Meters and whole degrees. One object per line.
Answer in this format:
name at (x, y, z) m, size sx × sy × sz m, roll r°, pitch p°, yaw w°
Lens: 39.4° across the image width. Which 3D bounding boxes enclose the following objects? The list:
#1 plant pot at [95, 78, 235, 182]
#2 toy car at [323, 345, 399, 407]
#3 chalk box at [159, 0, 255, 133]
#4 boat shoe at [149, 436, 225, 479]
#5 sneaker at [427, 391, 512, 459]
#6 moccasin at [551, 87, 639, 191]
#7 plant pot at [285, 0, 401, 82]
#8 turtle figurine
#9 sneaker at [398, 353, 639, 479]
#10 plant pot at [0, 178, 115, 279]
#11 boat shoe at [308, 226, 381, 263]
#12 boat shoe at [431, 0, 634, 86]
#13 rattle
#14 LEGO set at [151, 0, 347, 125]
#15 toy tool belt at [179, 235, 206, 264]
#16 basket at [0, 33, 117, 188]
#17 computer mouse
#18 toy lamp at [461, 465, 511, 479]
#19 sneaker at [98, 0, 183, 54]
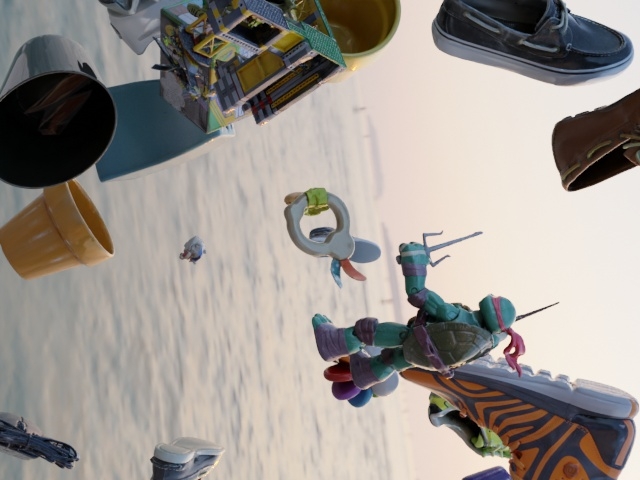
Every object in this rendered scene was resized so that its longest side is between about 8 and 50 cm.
plant pot at (-0.290, -0.217, 1.661) m, size 0.166 × 0.234 × 0.165 m, roll -31°, pitch 108°, yaw -78°
toy car at (0.074, 0.295, 1.996) m, size 0.136 × 0.159 × 0.182 m, roll -43°, pitch 118°, yaw -30°
chalk box at (-0.162, -0.303, 1.403) m, size 0.132 × 0.132 × 0.213 m, roll 40°, pitch -40°, yaw 27°
boat shoe at (-0.235, 0.390, 1.570) m, size 0.228 × 0.081 × 0.068 m, roll 26°, pitch 78°, yaw -71°
sneaker at (0.399, 0.419, 1.900) m, size 0.147 × 0.385 × 0.145 m, roll -49°, pitch 158°, yaw -44°
moccasin at (0.496, -0.156, 1.329) m, size 0.380 × 0.139 × 0.147 m, roll -17°, pitch -111°, yaw 52°
plant pot at (0.038, -0.482, 2.049) m, size 0.239 × 0.254 × 0.254 m, roll 118°, pitch -34°, yaw -73°
turtle figurine at (0.119, 0.084, 0.929) m, size 0.175 × 0.234 × 0.118 m, roll 56°, pitch 26°, yaw -27°
sneaker at (0.241, 0.252, 1.181) m, size 0.124 × 0.321 × 0.180 m, roll 2°, pitch 101°, yaw -69°
plant pot at (-0.576, -0.012, 1.924) m, size 0.205 × 0.188 × 0.205 m, roll 62°, pitch -1°, yaw 3°
boat shoe at (0.058, 0.004, 2.204) m, size 0.083 × 0.183 × 0.065 m, roll -87°, pitch -177°, yaw -60°
boat shoe at (0.349, -0.334, 1.435) m, size 0.119 × 0.335 × 0.121 m, roll 101°, pitch -6°, yaw -59°
rattle at (0.000, 0.000, 1.726) m, size 0.199 × 0.130 × 0.143 m, roll 53°, pitch -32°, yaw -12°
LEGO set at (-0.131, -0.295, 1.223) m, size 0.331 × 0.192 × 0.255 m, roll -3°, pitch 66°, yaw -63°
toy tool belt at (-0.287, 0.029, 2.058) m, size 0.051 × 0.052 × 0.083 m, roll 49°, pitch 25°, yaw -20°
basket at (-0.396, -0.208, 1.323) m, size 0.154 × 0.204 × 0.227 m, roll 47°, pitch 12°, yaw -33°
computer mouse at (-0.569, 0.368, 1.695) m, size 0.272 × 0.188 × 0.072 m, roll -19°, pitch -133°, yaw 57°
toy lamp at (0.175, 0.435, 1.362) m, size 0.080 × 0.275 × 0.080 m, roll 58°, pitch -9°, yaw 14°
sneaker at (-0.208, -0.431, 1.565) m, size 0.122 × 0.330 × 0.146 m, roll -115°, pitch -177°, yaw -47°
